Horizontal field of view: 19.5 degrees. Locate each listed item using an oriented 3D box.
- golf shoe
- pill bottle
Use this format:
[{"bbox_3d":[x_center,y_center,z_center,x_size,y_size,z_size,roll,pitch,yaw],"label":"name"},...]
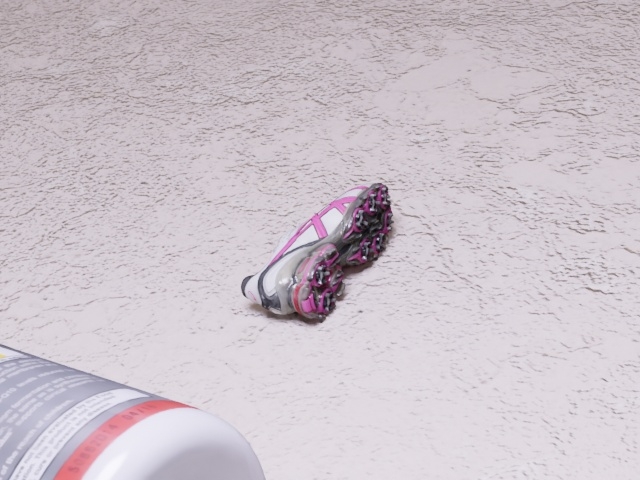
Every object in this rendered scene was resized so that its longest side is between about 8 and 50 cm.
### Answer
[{"bbox_3d":[0.000,0.000,1.666,0.086,0.067,0.186,8,34,30],"label":"golf shoe"},{"bbox_3d":[-0.232,0.176,1.278,0.363,0.210,0.210,14,37,35],"label":"pill bottle"}]
